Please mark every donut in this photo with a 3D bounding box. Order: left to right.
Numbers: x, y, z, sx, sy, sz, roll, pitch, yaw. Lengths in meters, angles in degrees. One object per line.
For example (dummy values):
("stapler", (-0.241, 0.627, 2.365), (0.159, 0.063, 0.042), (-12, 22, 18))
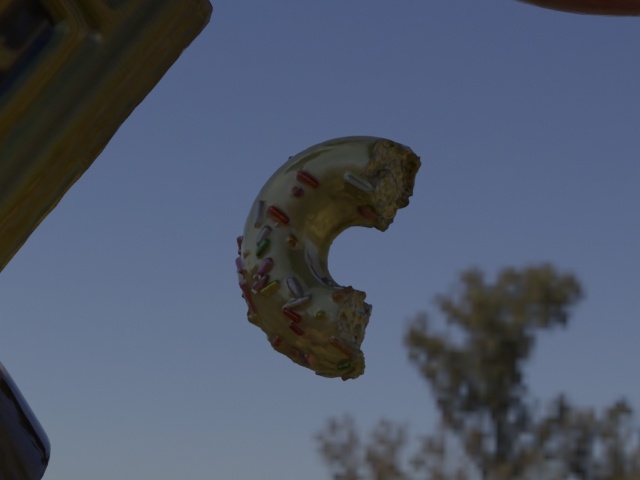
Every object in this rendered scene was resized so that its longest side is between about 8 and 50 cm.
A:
("donut", (-0.005, 0.002, 1.314), (0.108, 0.166, 0.065), (10, -16, 17))

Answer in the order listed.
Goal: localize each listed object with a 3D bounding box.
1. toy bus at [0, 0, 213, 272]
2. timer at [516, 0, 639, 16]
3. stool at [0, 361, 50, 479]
("toy bus", (-0.189, -0.044, 0.537), (0.335, 0.121, 0.123), (1, -43, 42))
("timer", (0.189, -0.308, 1.263), (0.377, 0.378, 0.279), (2, -50, 7))
("stool", (-0.280, 0.045, 1.035), (0.179, 0.264, 0.179), (-25, 21, 10))
